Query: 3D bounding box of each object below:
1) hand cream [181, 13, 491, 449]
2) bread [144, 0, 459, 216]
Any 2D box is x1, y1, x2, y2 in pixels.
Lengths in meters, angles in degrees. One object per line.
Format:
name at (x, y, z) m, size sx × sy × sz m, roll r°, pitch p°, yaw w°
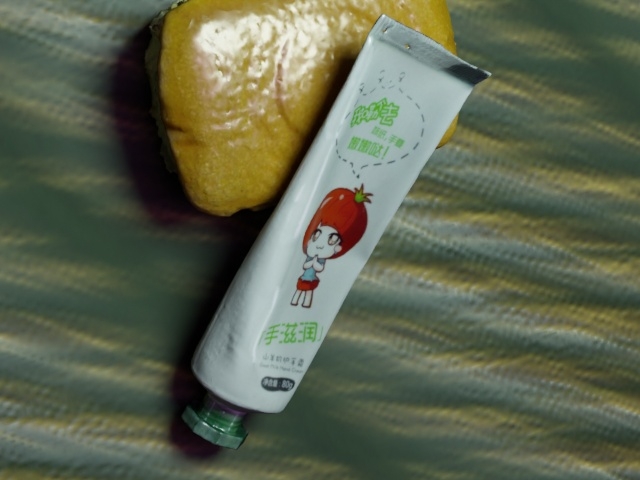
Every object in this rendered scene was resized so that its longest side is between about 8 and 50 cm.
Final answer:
hand cream at (0.000, 0.000, 1.296) m, size 0.121 × 0.076 × 0.336 m, roll 16°, pitch 109°, yaw -48°
bread at (-0.016, -0.121, 1.321) m, size 0.245 × 0.121 × 0.174 m, roll -17°, pitch 100°, yaw -28°
